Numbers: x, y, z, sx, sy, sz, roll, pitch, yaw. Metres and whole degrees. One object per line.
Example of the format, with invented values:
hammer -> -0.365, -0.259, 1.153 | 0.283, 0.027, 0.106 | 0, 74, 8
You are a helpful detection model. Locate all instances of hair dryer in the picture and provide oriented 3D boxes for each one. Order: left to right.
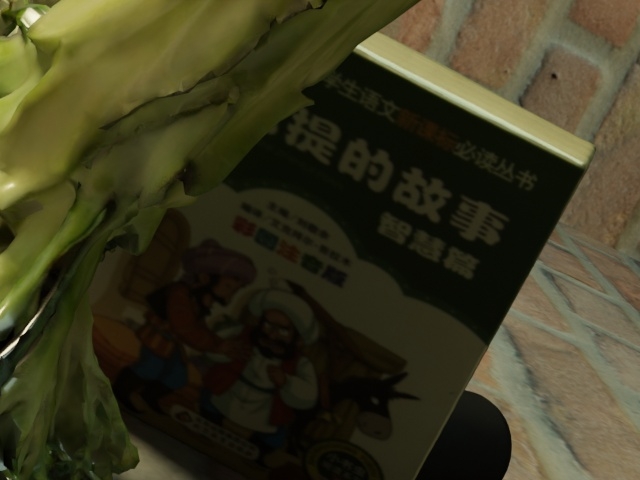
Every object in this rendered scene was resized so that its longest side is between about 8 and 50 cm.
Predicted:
hair dryer -> -0.004, 0.069, 1.091 | 0.128, 0.070, 0.255 | 18, 15, -47

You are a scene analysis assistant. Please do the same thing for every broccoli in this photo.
broccoli -> -0.086, -0.071, 0.722 | 0.221, 0.361, 0.252 | 39, 2, -37

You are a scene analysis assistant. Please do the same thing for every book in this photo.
book -> -0.013, 0.012, 0.868 | 0.202, 0.264, 0.027 | 29, 38, 4

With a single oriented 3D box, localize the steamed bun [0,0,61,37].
steamed bun -> -0.266, -0.182, 1.160 | 0.290, 0.272, 0.273 | 31, 9, 4
